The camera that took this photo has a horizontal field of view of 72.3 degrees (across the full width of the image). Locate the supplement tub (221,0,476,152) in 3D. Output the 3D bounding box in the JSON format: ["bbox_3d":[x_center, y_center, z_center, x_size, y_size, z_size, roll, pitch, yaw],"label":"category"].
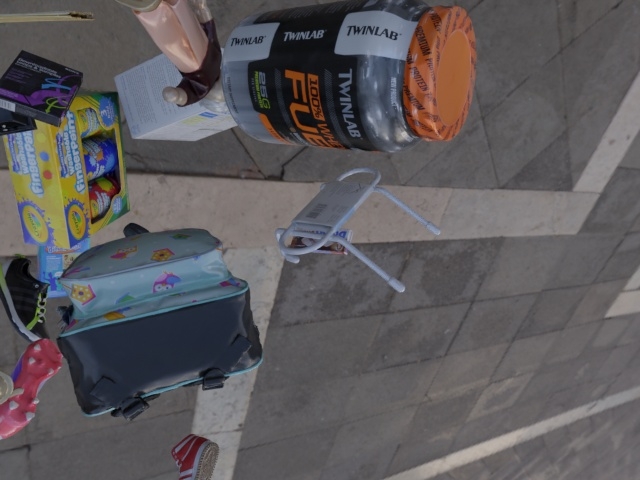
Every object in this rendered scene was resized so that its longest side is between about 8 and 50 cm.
[{"bbox_3d":[0.036,-0.239,0.649,0.207,0.338,0.206,-22,118,-49],"label":"supplement tub"}]

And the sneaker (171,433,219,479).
[{"bbox_3d":[-0.192,0.339,0.627,0.042,0.067,0.118,39,64,-43],"label":"sneaker"}]

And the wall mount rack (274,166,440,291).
[{"bbox_3d":[0.081,-0.029,0.980,0.350,0.304,0.130,-49,136,-38],"label":"wall mount rack"}]

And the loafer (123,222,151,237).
[{"bbox_3d":[-0.474,0.048,1.223,0.076,0.078,0.223,-32,99,41],"label":"loafer"}]

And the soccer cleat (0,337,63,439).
[{"bbox_3d":[-0.584,0.282,0.857,0.095,0.248,0.083,-32,118,-1],"label":"soccer cleat"}]

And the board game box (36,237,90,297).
[{"bbox_3d":[-0.906,0.092,1.550,0.160,0.047,0.210,-1,98,-46],"label":"board game box"}]

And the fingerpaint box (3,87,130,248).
[{"bbox_3d":[-0.800,-0.249,1.426,0.163,0.371,0.444,7,113,5],"label":"fingerpaint box"}]

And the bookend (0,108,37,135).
[{"bbox_3d":[-0.716,-0.262,0.916,0.157,0.156,0.072,-14,100,-11],"label":"bookend"}]

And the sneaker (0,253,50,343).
[{"bbox_3d":[-0.697,0.139,1.055,0.097,0.084,0.234,-29,89,-18],"label":"sneaker"}]

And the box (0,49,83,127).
[{"bbox_3d":[-0.549,-0.299,0.858,0.116,0.162,0.029,16,135,-24],"label":"box"}]

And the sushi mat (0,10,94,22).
[{"bbox_3d":[-0.712,-0.514,1.011,0.317,0.151,0.019,-5,116,-6],"label":"sushi mat"}]

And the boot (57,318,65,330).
[{"bbox_3d":[-0.358,0.201,0.845,0.085,0.178,0.236,-37,161,24],"label":"boot"}]

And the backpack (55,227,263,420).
[{"bbox_3d":[-0.161,0.064,0.432,0.166,0.188,0.144,-15,98,-22],"label":"backpack"}]

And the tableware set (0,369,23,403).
[{"bbox_3d":[-0.482,0.181,0.546,0.141,0.020,0.168,-29,111,-16],"label":"tableware set"}]

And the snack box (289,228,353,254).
[{"bbox_3d":[0.000,0.000,1.152,0.022,0.178,0.064,38,62,-48],"label":"snack box"}]

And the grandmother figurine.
[{"bbox_3d":[-0.228,-0.333,0.784,0.207,0.104,0.342,-65,167,-7],"label":"grandmother figurine"}]

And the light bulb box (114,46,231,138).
[{"bbox_3d":[-0.441,-0.511,1.555,0.362,0.358,0.225,-13,96,22],"label":"light bulb box"}]
